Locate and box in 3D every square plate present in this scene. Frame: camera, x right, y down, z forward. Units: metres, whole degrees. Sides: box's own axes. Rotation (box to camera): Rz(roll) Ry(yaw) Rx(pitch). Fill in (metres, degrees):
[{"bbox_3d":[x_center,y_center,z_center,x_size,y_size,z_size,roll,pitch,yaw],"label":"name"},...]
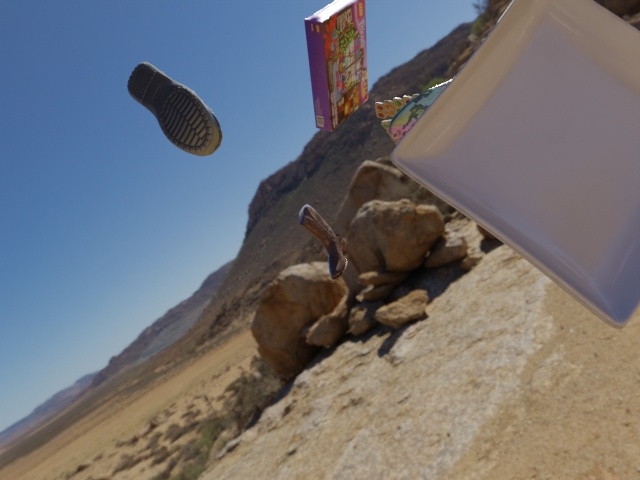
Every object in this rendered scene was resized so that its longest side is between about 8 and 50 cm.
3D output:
[{"bbox_3d":[0.322,-0.126,0.666,0.347,0.344,0.049,-51,-7,-9],"label":"square plate"}]

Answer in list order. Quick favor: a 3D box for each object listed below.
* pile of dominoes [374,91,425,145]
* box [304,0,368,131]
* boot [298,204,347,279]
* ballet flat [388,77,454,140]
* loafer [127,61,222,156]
[{"bbox_3d":[0.267,-0.315,1.432,0.251,0.196,0.040,3,60,45],"label":"pile of dominoes"},{"bbox_3d":[0.050,-0.463,1.362,0.201,0.057,0.293,-49,-34,-36],"label":"box"},{"bbox_3d":[0.000,0.000,0.892,0.037,0.114,0.106,-30,32,22],"label":"boot"},{"bbox_3d":[0.217,-0.219,0.840,0.221,0.079,0.077,-33,-33,-11],"label":"ballet flat"},{"bbox_3d":[-0.247,-0.235,0.935,0.094,0.251,0.087,-51,-27,15],"label":"loafer"}]
